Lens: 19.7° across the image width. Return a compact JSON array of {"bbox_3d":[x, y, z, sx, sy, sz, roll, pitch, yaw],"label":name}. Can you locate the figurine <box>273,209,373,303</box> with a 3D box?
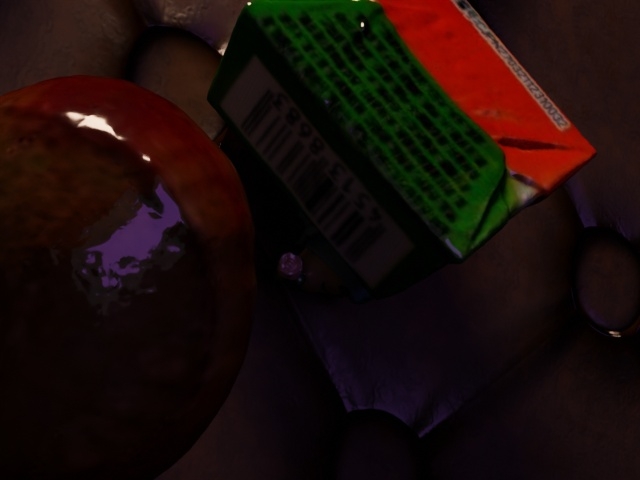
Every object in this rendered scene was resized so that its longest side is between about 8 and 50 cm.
[{"bbox_3d":[-0.002,0.001,2.116,0.144,0.114,0.178,-27,85,-18],"label":"figurine"}]

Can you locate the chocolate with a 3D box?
[{"bbox_3d":[0.089,-0.135,2.090,0.360,0.161,0.341,50,41,7],"label":"chocolate"}]

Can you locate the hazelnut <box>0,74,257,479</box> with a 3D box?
[{"bbox_3d":[-0.227,0.048,1.759,0.421,0.352,0.421,-3,90,-77],"label":"hazelnut"}]
